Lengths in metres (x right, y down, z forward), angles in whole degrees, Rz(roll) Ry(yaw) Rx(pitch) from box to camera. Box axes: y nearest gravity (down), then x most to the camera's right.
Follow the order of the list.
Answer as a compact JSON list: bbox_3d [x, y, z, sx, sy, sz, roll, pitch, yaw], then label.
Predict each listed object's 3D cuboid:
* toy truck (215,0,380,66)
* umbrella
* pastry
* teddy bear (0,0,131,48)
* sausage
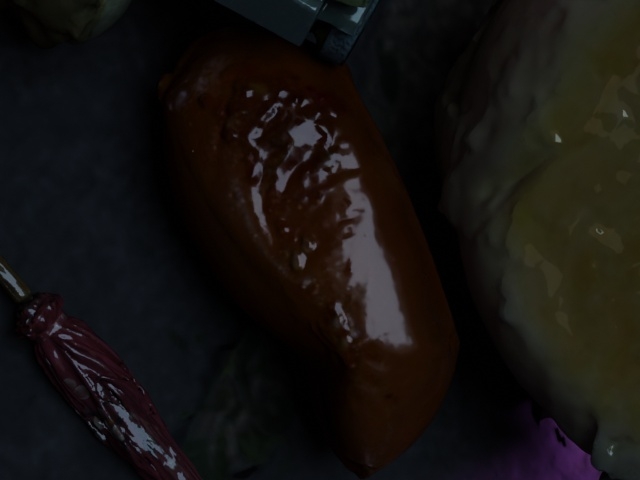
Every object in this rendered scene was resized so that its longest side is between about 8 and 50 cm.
[{"bbox_3d":[0.016,-0.160,0.640,0.085,0.116,0.191,30,47,-3],"label":"toy truck"},{"bbox_3d":[-0.072,0.066,0.639,0.165,0.025,0.027,52,40,-14],"label":"umbrella"},{"bbox_3d":[0.167,-0.023,0.681,0.264,0.133,0.265,0,102,0],"label":"pastry"},{"bbox_3d":[-0.127,-0.197,0.524,0.156,0.256,0.267,-18,90,-26],"label":"teddy bear"},{"bbox_3d":[0.000,0.000,0.654,0.089,0.089,0.179,-26,92,-30],"label":"sausage"}]
